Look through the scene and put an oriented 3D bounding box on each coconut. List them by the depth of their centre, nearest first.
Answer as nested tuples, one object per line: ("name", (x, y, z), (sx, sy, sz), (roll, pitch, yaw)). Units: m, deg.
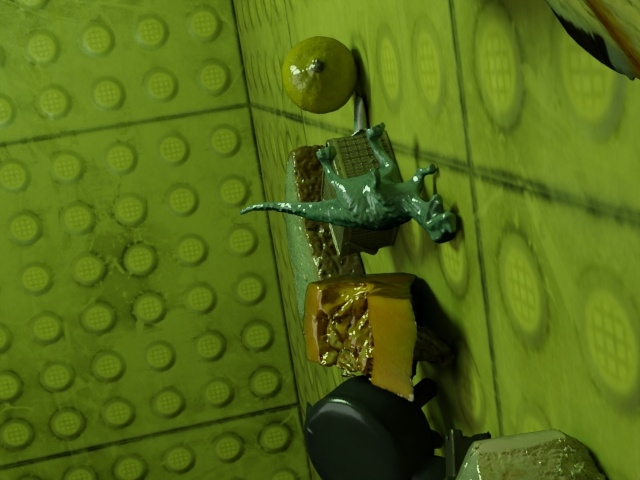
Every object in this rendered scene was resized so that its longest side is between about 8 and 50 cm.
("coconut", (0.158, 0.213, 0.725), (0.116, 0.122, 0.116), (169, 90, -82))

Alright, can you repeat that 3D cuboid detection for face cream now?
("face cream", (0.057, -0.151, 1.283), (0.038, 0.020, 0.115), (-121, 23, -69))

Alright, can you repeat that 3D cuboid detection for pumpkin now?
("pumpkin", (0.087, 0.108, 1.128), (0.248, 0.126, 0.130), (16, 105, 58))

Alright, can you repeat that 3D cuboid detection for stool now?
("stool", (0.089, 0.261, 1.153), (0.228, 0.139, 0.153), (47, 133, 12))

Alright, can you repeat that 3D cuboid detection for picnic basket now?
("picnic basket", (0.054, -0.061, 1.217), (0.164, 0.080, 0.115), (96, 162, -61))

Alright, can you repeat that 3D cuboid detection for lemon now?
("lemon", (0.000, -0.231, 1.272), (0.133, 0.109, 0.109), (78, 180, -84))

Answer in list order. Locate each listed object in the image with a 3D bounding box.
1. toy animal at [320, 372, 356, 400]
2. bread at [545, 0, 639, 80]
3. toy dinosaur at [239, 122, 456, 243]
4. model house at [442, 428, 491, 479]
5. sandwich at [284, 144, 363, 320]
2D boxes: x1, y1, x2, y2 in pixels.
("toy animal", (0.076, 0.288, 1.522), (0.255, 0.116, 0.114), (-105, 31, -58))
("bread", (0.036, -0.193, 0.346), (0.345, 0.405, 0.242), (-92, 18, -61))
("toy dinosaur", (0.028, -0.077, 1.085), (0.383, 0.076, 0.129), (13, 105, 54))
("model house", (0.125, 0.312, 0.914), (0.211, 0.205, 0.243), (98, 177, -64))
("sandwich", (-0.005, 0.001, 1.609), (0.254, 0.100, 0.288), (119, 139, -76))
